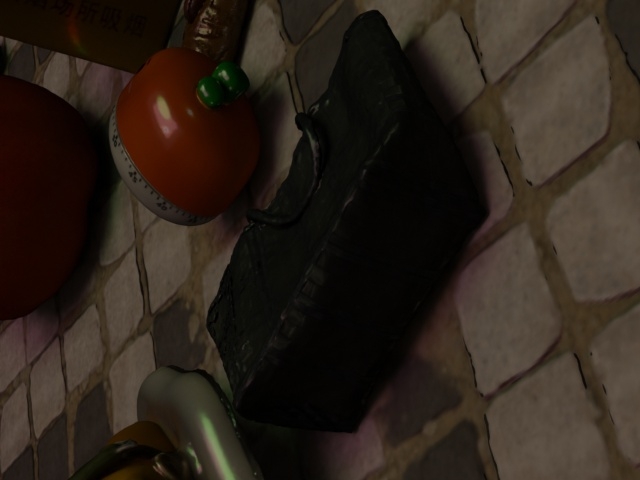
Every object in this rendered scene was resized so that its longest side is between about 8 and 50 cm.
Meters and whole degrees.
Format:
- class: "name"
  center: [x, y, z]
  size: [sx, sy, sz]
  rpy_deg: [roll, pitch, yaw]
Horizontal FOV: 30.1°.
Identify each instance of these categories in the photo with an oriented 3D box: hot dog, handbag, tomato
- class: "hot dog"
  center: [-0.084, -0.216, 0.971]
  size: [0.066, 0.047, 0.216]
  rpy_deg: [21, 97, 58]
- class: "handbag"
  center: [0.000, 0.000, 0.762]
  size: [0.270, 0.088, 0.175]
  rpy_deg: [-61, 30, 23]
- class: "tomato"
  center: [-0.331, -0.040, 1.160]
  size: [0.260, 0.180, 0.260]
  rpy_deg: [-17, 69, 53]

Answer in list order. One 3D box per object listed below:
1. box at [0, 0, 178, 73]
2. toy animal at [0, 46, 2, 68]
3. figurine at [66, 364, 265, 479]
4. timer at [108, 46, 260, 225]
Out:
- class: "box"
  center: [-0.211, -0.376, 1.011]
  size: [0.116, 0.264, 0.415]
  rpy_deg: [40, 113, 54]
- class: "toy animal"
  center: [-0.467, -0.249, 1.487]
  size: [0.103, 0.100, 0.208]
  rpy_deg: [-36, 54, -6]
- class: "figurine"
  center: [-0.128, 0.180, 0.786]
  size: [0.250, 0.141, 0.166]
  rpy_deg: [-160, 58, -65]
- class: "timer"
  center: [-0.098, -0.088, 0.901]
  size: [0.136, 0.099, 0.136]
  rpy_deg: [17, 117, 38]
